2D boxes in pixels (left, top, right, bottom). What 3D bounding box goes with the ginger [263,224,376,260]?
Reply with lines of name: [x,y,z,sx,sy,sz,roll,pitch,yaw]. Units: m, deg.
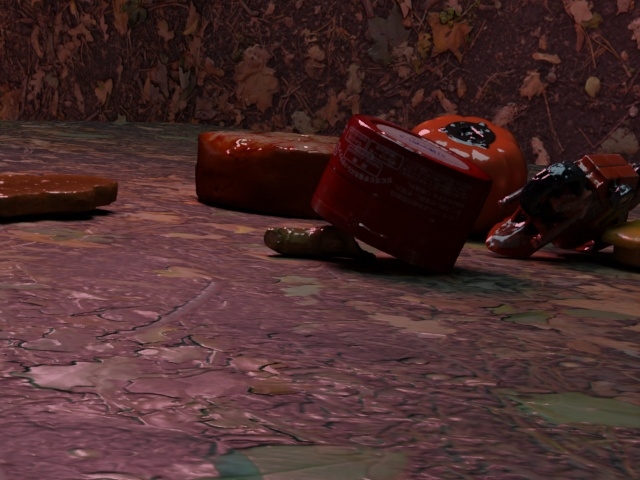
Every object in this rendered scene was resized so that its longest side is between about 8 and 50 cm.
ginger: [0.000,0.001,1.774,0.137,0.044,0.057,2,25,-7]

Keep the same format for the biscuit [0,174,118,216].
biscuit: [-0.389,-0.057,1.974,0.186,0.044,0.295,15,13,39]

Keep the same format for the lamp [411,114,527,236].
lamp: [0.201,-0.086,2.146,0.187,0.164,0.188,4,32,-3]

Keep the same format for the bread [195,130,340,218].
bread: [-0.039,-0.106,2.316,0.327,0.114,0.295,11,10,36]

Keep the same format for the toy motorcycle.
toy motorcycle: [0.349,-0.047,1.989,0.298,0.171,0.089,-6,57,-47]

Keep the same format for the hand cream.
hand cream: [0.096,-0.057,1.754,0.193,0.125,0.193,25,12,-6]

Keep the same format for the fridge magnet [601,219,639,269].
fridge magnet: [0.434,0.006,1.931,0.143,0.063,0.143,3,8,0]
